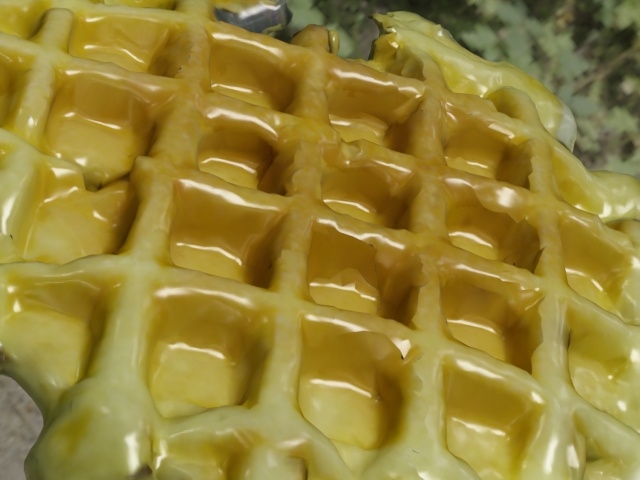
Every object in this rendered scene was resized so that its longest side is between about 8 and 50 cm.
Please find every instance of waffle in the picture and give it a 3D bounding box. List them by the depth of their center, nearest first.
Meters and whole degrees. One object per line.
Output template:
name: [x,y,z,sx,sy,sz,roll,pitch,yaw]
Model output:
waffle: [0.001,-0.002,0.483,0.250,0.056,0.261,43,38,23]
